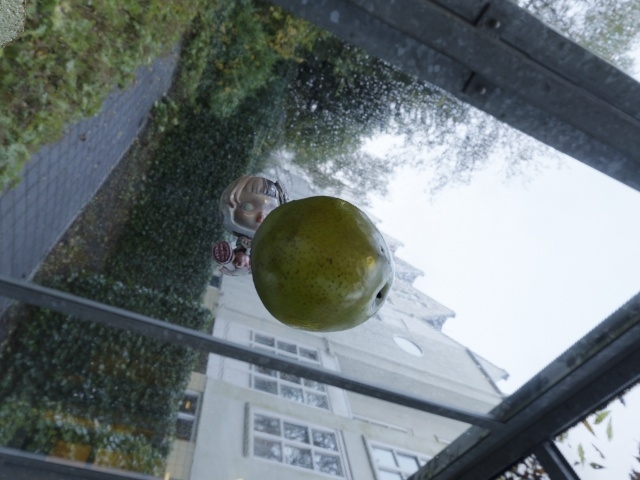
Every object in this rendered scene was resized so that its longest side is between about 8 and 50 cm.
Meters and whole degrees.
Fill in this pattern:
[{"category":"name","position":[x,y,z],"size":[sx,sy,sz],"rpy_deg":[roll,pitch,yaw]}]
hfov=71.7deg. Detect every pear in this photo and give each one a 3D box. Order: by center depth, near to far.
[{"category":"pear","position":[0.000,0.034,0.595],"size":[0.198,0.198,0.198],"rpy_deg":[-160,-90,-75]}]

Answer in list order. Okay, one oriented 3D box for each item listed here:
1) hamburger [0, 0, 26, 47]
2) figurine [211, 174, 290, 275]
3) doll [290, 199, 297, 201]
[{"category":"hamburger","position":[-0.485,-0.359,0.611],"size":[0.208,0.136,0.155],"rpy_deg":[-19,-92,70]},{"category":"figurine","position":[-0.257,-0.055,1.550],"size":[0.211,0.253,0.361],"rpy_deg":[-1,-104,45]},{"category":"doll","position":[0.009,-0.003,1.243],"size":[0.155,0.275,0.113],"rpy_deg":[-38,-179,43]}]
